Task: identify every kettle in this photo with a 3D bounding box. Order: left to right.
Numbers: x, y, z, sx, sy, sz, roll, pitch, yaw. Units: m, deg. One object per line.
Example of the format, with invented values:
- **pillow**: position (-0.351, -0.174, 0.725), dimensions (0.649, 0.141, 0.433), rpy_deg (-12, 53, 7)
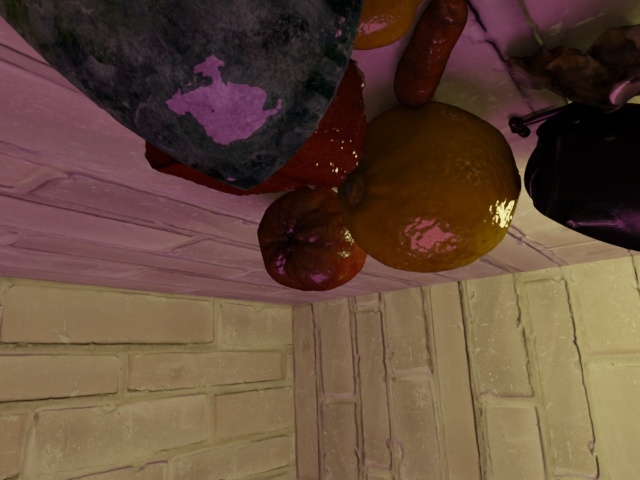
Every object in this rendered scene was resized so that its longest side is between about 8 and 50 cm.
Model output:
- **kettle**: position (0.438, -0.103, 0.637), dimensions (0.290, 0.268, 0.207), rpy_deg (6, 138, 22)

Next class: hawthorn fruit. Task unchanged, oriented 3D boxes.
- **hawthorn fruit**: position (-0.009, 0.001, 1.056), dimensions (0.261, 0.258, 0.258), rpy_deg (17, 156, -37)

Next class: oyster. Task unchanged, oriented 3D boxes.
- **oyster**: position (0.399, -0.214, 0.517), dimensions (0.237, 0.115, 0.351), rpy_deg (-13, -175, -22)

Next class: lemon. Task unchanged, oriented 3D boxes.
- **lemon**: position (0.053, -0.237, 0.473), dimensions (0.110, 0.082, 0.082), rpy_deg (-4, 165, 7)
- **lemon**: position (0.165, -0.082, 0.732), dimensions (0.292, 0.293, 0.293), rpy_deg (-2, 165, -1)

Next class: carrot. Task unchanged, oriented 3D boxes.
- **carrot**: position (0.130, -0.228, 0.573), dimensions (0.060, 0.060, 0.186), rpy_deg (-2, 162, -3)

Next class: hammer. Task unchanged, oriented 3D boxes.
- **hammer**: position (0.400, -0.213, 0.755), dimensions (0.178, 0.021, 0.065), rpy_deg (-17, 160, 36)

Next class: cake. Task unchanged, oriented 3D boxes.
- **cake**: position (-0.080, -0.157, 0.559), dimensions (0.282, 0.177, 0.150), rpy_deg (-1, 169, 40)

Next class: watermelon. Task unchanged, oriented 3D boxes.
- **watermelon**: position (-0.089, -0.191, 0.411), dimensions (0.319, 0.290, 0.214), rpy_deg (-19, -155, -8)
